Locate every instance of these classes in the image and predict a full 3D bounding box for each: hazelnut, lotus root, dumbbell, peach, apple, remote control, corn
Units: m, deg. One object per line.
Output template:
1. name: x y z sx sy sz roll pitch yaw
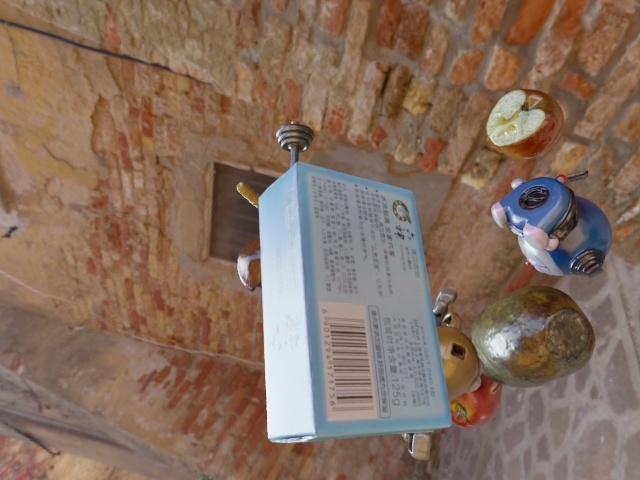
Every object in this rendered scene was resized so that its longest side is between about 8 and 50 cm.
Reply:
1. hazelnut: -0.162 0.069 1.625 0.170 0.201 0.161 -87 -21 -52
2. lotus root: 0.517 0.239 1.275 0.346 0.250 0.251 104 -178 -75
3. dumbbell: -0.072 -0.215 1.439 0.110 0.110 0.255 104 167 -74
4. peach: 0.448 0.442 1.548 0.226 0.196 0.190 -39 -21 -51
5. apple: 0.546 -0.309 1.368 0.195 0.160 0.173 63 140 39
6. remote control: 0.800 -0.196 1.637 0.039 0.096 0.014 55 -156 -58
7. corn: -0.152 -0.100 1.146 0.083 0.027 0.028 43 -112 -39

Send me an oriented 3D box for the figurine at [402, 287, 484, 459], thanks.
1. figurine: 0.221 0.268 1.050 0.285 0.166 0.343 104 164 -55

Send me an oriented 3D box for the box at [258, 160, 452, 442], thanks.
1. box: 0.026 0.057 0.473 0.083 0.142 0.233 -35 54 49

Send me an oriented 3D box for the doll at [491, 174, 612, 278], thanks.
1. doll: 0.640 -0.030 1.398 0.240 0.310 0.284 -38 36 17
